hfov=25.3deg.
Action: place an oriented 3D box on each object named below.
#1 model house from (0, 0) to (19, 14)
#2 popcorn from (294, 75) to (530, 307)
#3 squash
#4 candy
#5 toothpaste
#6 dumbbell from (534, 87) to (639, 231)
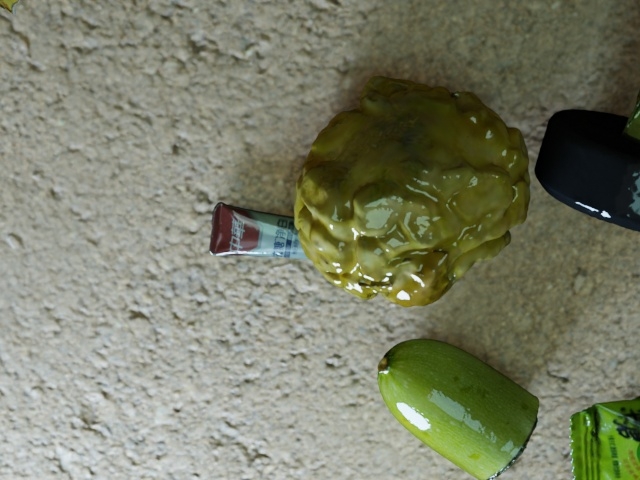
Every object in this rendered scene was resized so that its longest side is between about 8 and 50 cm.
[{"bbox_3d":[-0.314,-0.335,1.336,0.207,0.219,0.136,43,81,-8],"label":"model house"},{"bbox_3d":[0.085,-0.052,1.444,0.250,0.250,0.190,-7,142,-3],"label":"popcorn"},{"bbox_3d":[0.140,0.178,1.575,0.186,0.123,0.123,32,103,-12],"label":"squash"},{"bbox_3d":[0.401,0.216,1.637,0.246,0.069,0.149,-17,115,-4],"label":"candy"},{"bbox_3d":[0.000,0.000,1.542,0.239,0.039,0.062,7,112,-5],"label":"toothpaste"},{"bbox_3d":[0.350,-0.183,1.422,0.203,0.204,0.322,11,108,-9],"label":"dumbbell"}]
